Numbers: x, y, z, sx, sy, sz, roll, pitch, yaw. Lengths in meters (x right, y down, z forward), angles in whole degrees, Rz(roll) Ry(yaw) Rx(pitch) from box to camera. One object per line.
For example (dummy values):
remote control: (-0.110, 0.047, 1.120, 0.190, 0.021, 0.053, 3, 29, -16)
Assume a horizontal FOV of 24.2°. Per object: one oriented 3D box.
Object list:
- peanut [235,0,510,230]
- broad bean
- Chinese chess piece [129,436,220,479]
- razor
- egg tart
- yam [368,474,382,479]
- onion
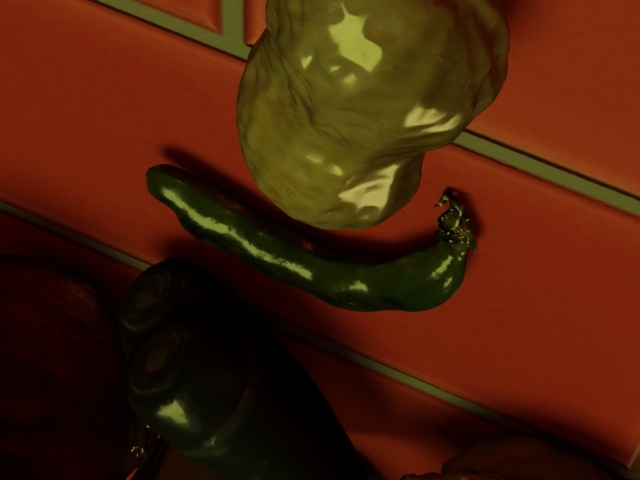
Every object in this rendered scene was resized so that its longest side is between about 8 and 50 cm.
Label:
peanut: (0.024, -0.099, 0.908, 0.149, 0.149, 0.313, 29, 152, -2)
broad bean: (0.000, 0.000, 1.188, 0.292, 0.049, 0.144, 8, 140, 29)
Chinese chess piece: (-0.163, 0.304, 1.483, 0.104, 0.257, 0.257, 29, 152, -6)
razor: (-0.053, 0.169, 1.371, 0.113, 0.204, 0.349, -33, 128, 8)
egg tart: (0.194, 0.270, 1.385, 0.288, 0.118, 0.288, 20, 151, 11)
yam: (-0.029, 0.321, 1.625, 0.268, 0.161, 0.161, -3, 139, 43)
onion: (-0.326, 0.177, 1.441, 0.341, 0.341, 0.341, 21, 151, 12)
